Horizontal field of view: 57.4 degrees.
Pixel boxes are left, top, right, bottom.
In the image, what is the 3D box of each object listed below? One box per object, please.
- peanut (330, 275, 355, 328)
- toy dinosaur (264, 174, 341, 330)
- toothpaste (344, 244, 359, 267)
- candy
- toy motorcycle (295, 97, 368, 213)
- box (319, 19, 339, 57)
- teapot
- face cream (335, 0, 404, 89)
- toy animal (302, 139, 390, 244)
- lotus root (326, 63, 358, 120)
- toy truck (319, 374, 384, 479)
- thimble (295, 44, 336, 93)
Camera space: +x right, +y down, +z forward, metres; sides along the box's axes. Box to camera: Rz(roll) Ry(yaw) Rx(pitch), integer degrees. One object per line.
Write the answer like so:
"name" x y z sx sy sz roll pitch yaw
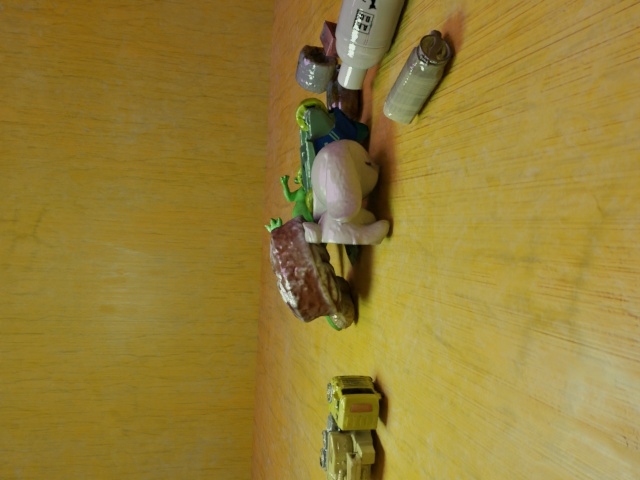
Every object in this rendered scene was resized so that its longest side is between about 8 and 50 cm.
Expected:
"peanut" 0.057 0.171 1.665 0.080 0.080 0.174 106 162 -44
"toy dinosaur" 0.000 0.000 1.872 0.499 0.144 0.374 67 -151 -12
"toothpaste" 0.069 -0.052 1.730 0.296 0.048 0.074 -105 22 -44
"candy" -0.046 0.080 1.574 0.214 0.157 0.289 55 -166 -74
"toy motorcycle" 0.034 -0.243 1.635 0.191 0.200 0.326 -108 14 -54
"box" 0.065 -0.578 1.702 0.156 0.111 0.060 -105 30 -48
"teapot" 0.201 -0.340 1.201 0.200 0.077 0.107 122 168 -63
"face cream" 0.112 -0.518 1.437 0.369 0.145 0.145 106 161 -45
"toy animal" 0.055 -0.121 1.472 0.272 0.206 0.264 -166 75 -78
"lotus root" 0.067 -0.430 1.717 0.113 0.088 0.192 -31 55 54
"toy truck" 0.078 0.479 1.425 0.157 0.124 0.272 -135 49 -72
"thimble" -0.018 -0.583 1.993 0.151 0.127 0.117 -94 16 -46
